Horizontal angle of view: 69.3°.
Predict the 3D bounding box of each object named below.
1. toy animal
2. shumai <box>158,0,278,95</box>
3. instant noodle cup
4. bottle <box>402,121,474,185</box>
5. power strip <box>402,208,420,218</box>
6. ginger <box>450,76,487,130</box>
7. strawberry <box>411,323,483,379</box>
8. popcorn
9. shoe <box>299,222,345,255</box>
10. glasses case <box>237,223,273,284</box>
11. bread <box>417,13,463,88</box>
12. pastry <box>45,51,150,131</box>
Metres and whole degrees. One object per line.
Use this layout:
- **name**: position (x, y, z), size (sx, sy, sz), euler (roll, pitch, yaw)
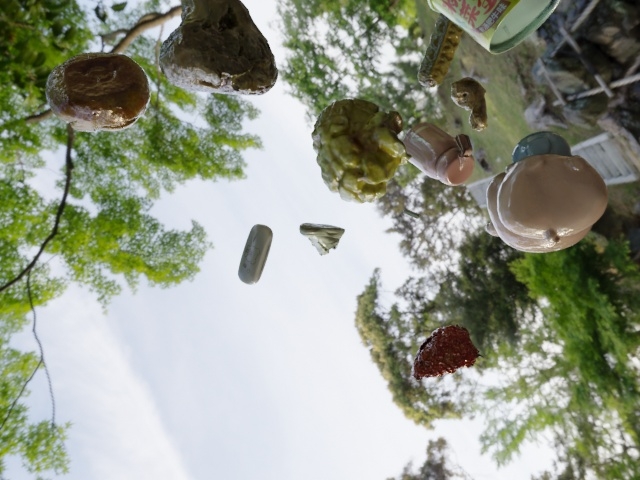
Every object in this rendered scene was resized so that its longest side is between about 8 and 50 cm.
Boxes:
- **toy animal**: position (0.424, -0.070, 0.866), size (0.221, 0.210, 0.229), euler (-63, -34, -57)
- **shumai**: position (-0.231, -0.503, 1.127), size (0.346, 0.217, 0.283), euler (-10, -71, -53)
- **instant noodle cup**: position (0.464, -0.649, 1.186), size (0.221, 0.311, 0.311), euler (56, -151, 15)
- **bottle**: position (0.454, -0.338, 1.759), size (0.173, 0.206, 0.297), euler (-3, -146, -21)
- **power strip**: position (0.403, -0.119, 2.051), size (0.083, 0.017, 0.027), euler (26, -148, 23)
- **ginger**: position (0.375, -0.353, 1.168), size (0.096, 0.067, 0.165), euler (13, -123, -23)
- **strawberry**: position (0.362, 0.334, 1.429), size (0.174, 0.228, 0.098), euler (-139, 34, -68)
- **popcorn**: position (0.096, -0.231, 1.176), size (0.258, 0.270, 0.224), euler (29, 164, 13)
- **shoe**: position (0.000, 0.000, 2.278), size (0.124, 0.159, 0.316), euler (19, -166, 38)
- **glasses case**: position (-0.200, 0.043, 1.418), size (0.074, 0.193, 0.049), euler (23, -168, 22)
- **bread**: position (0.422, -0.668, 1.622), size (0.098, 0.269, 0.087), euler (17, -168, -11)
- **pastry**: position (-0.777, -0.525, 1.631), size (0.356, 0.163, 0.356), euler (3, -125, -4)
